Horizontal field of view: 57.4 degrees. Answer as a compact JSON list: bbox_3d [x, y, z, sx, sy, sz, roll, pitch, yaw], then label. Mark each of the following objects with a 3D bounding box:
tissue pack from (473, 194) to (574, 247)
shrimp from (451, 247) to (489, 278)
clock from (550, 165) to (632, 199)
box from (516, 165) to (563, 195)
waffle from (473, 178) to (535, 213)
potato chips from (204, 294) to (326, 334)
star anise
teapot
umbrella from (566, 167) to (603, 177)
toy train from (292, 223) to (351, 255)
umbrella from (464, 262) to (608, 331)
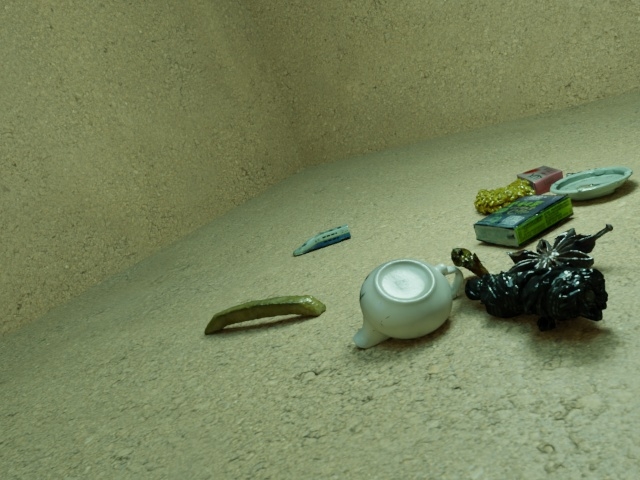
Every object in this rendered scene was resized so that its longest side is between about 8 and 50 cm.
[{"bbox_3d":[0.582,-0.060,1.682,0.235,0.073,0.173,-26,16,-25],"label":"tissue pack"},{"bbox_3d":[0.365,0.055,1.415,0.115,0.051,0.217,29,1,19],"label":"shrimp"},{"bbox_3d":[0.832,-0.169,1.796,0.236,0.053,0.236,-17,13,4],"label":"clock"},{"bbox_3d":[0.759,-0.209,2.020,0.111,0.060,0.156,-21,14,0],"label":"box"},{"bbox_3d":[0.613,-0.149,1.964,0.193,0.070,0.197,-22,15,-6],"label":"waffle"},{"bbox_3d":[-0.183,0.209,1.675,0.406,0.080,0.057,-13,26,23],"label":"potato chips"},{"bbox_3d":[0.547,0.043,1.343,0.262,0.081,0.230,-26,12,18],"label":"star anise"},{"bbox_3d":[0.212,0.135,1.347,0.299,0.166,0.208,-15,30,-23],"label":"teapot"},{"bbox_3d":[0.888,-0.216,1.927,0.143,0.040,0.037,-5,12,40],"label":"umbrella"},{"bbox_3d":[0.000,0.000,2.228,0.233,0.051,0.052,-18,11,3],"label":"toy train"},{"bbox_3d":[0.412,0.117,1.198,0.154,0.128,0.336,-11,1,-37],"label":"umbrella"}]
